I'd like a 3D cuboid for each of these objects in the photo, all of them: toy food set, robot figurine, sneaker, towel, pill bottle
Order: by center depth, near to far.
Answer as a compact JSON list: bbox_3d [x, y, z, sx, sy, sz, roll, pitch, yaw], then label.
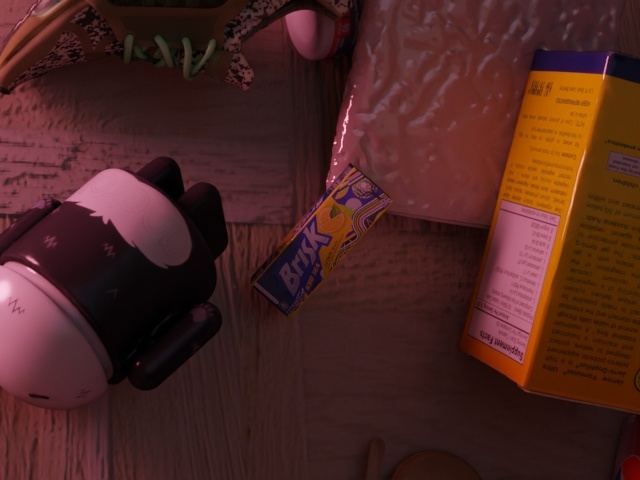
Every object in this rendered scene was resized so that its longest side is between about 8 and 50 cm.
[{"bbox_3d":[-0.215,0.043,1.381,0.278,0.209,0.173,-44,111,-26],"label":"robot figurine"},{"bbox_3d":[-0.142,-0.226,1.455,0.410,0.158,0.182,-27,92,-6],"label":"sneaker"},{"bbox_3d":[0.125,0.294,1.528,0.192,0.038,0.132,19,63,-11],"label":"toy food set"},{"bbox_3d":[0.179,-0.181,1.578,0.317,0.053,0.331,9,96,-21],"label":"towel"},{"bbox_3d":[0.060,-0.270,1.606,0.180,0.108,0.108,-12,81,-24],"label":"pill bottle"}]

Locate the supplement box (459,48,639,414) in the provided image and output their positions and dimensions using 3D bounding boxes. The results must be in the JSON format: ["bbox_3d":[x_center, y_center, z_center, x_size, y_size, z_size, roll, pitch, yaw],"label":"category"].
[{"bbox_3d":[0.309,-0.012,1.515,0.195,0.194,0.356,13,95,-16],"label":"supplement box"}]

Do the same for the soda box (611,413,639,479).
[{"bbox_3d":[0.376,0.324,1.584,0.092,0.083,0.263,24,65,-15],"label":"soda box"}]

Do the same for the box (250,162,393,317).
[{"bbox_3d":[0.000,0.000,1.501,0.059,0.054,0.169,41,94,-7],"label":"box"}]
